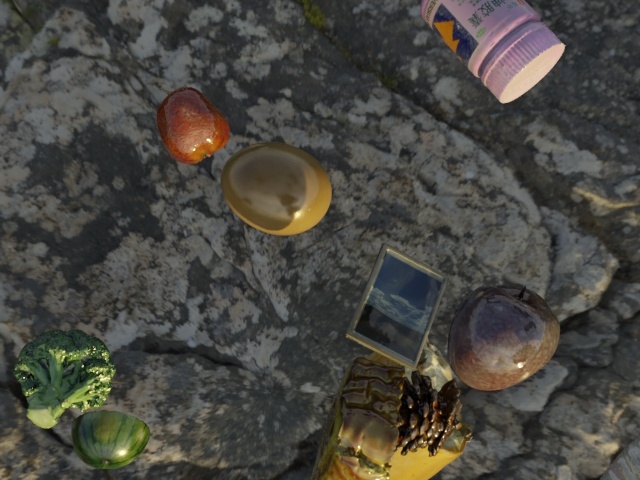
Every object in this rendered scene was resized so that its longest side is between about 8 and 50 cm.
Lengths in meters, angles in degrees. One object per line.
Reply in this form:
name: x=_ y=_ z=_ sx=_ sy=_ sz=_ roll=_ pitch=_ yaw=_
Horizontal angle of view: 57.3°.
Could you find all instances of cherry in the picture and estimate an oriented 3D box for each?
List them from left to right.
cherry: x=0.261 y=0.143 z=0.853 sx=0.176 sy=0.176 sz=0.140 roll=-45 pitch=54 yaw=-14

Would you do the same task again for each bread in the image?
bread: x=0.050 y=0.291 z=0.854 sx=0.095 sy=0.222 sz=0.181 roll=18 pitch=37 yaw=3
bread: x=0.199 y=0.479 z=1.538 sx=0.250 sy=0.394 sz=0.361 roll=27 pitch=32 yaw=-16

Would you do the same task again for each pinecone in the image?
pinecone: x=0.195 y=0.355 z=1.200 sx=0.195 sy=0.150 sz=0.179 roll=-1 pitch=117 yaw=-27

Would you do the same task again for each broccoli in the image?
broccoli: x=-0.675 y=0.368 z=1.536 sx=0.269 sy=0.270 sz=0.270 roll=8 pitch=32 yaw=-3

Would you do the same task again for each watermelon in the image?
watermelon: x=-0.287 y=0.274 z=0.791 sx=0.105 sy=0.106 sz=0.062 roll=5 pitch=45 yaw=-4

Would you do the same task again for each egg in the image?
egg: x=-0.146 y=-0.172 z=1.938 sx=0.373 sy=0.301 sz=0.301 roll=17 pitch=74 yaw=-14

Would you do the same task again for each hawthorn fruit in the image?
hawthorn fruit: x=-0.298 y=-0.275 z=1.293 sx=0.162 sy=0.162 sz=0.204 roll=-33 pitch=101 yaw=-12

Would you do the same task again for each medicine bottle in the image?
medicine bottle: x=0.371 y=-0.464 z=1.287 sx=0.178 sy=0.178 sz=0.291 roll=-32 pitch=74 yaw=-12

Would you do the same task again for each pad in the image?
pad: x=0.000 y=0.000 z=1.563 sx=0.176 sy=0.266 sz=0.002 roll=-29 pitch=91 yaw=-4

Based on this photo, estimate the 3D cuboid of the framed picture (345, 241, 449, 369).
framed picture: x=0.185 y=0.154 z=1.390 sx=0.189 sy=0.023 sz=0.260 roll=28 pitch=65 yaw=-5

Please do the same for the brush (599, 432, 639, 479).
brush: x=0.393 y=0.339 z=0.642 sx=0.174 sy=0.166 sz=0.267 roll=26 pitch=102 yaw=-34
